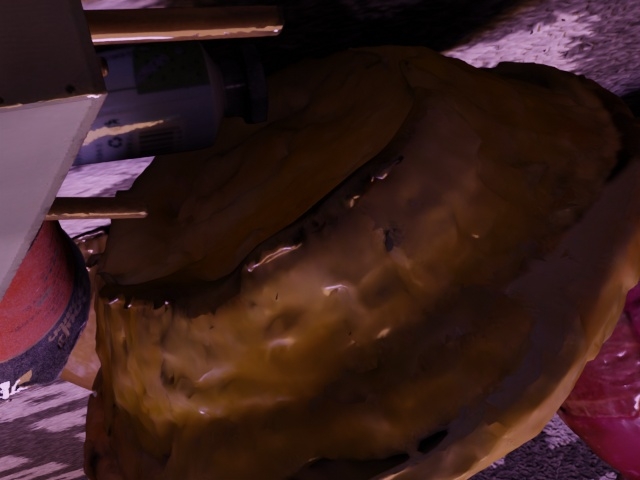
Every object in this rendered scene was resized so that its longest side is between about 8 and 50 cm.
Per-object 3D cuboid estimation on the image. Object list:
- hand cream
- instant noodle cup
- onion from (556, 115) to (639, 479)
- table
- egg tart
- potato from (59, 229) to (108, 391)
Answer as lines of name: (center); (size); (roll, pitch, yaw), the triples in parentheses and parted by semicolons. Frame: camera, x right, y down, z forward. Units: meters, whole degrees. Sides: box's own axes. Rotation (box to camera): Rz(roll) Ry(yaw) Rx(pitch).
hand cream: (-0.150, -0.051, 0.639); (0.256, 0.055, 0.088); (-13, 176, -12)
instant noodle cup: (-0.187, 0.009, 0.728); (0.127, 0.127, 0.136); (-15, 160, -13)
onion: (0.355, 0.034, 1.083); (0.347, 0.348, 0.385); (-7, 166, -41)
table: (-0.102, -0.062, 0.487); (0.111, 0.122, 0.240); (-13, 168, -24)
egg tart: (0.000, 0.000, 0.699); (0.345, 0.132, 0.345); (-27, -151, 16)
potato: (-0.102, 0.051, 1.061); (0.299, 0.116, 0.239); (-14, 164, -23)
